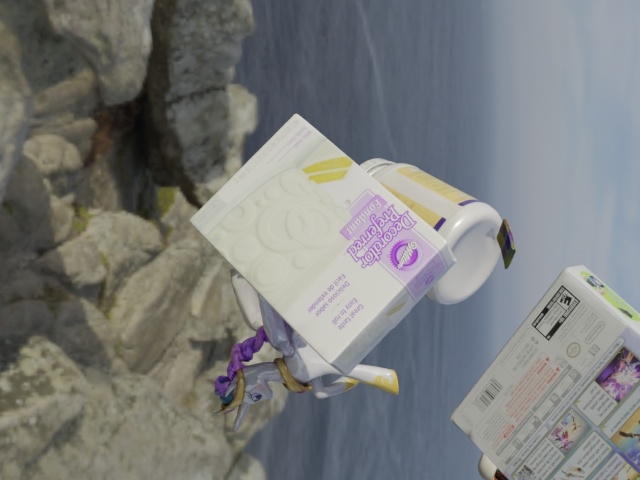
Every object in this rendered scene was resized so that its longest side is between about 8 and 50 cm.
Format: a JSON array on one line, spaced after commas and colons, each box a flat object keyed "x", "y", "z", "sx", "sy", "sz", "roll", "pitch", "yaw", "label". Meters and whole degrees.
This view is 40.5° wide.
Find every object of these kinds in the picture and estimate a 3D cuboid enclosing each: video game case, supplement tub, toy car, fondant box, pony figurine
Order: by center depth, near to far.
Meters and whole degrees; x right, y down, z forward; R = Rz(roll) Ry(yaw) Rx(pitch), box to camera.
[{"x": 0.323, "y": 0.210, "z": 1.059, "sx": 0.061, "sy": 0.244, "sz": 0.269, "roll": -5, "pitch": 134, "yaw": -49, "label": "video game case"}, {"x": 0.000, "y": 0.000, "z": 1.291, "sx": 0.238, "sy": 0.330, "sz": 0.096, "roll": -46, "pitch": 155, "yaw": -3, "label": "fondant box"}, {"x": -0.050, "y": 0.177, "z": 1.703, "sx": 0.303, "sy": 0.363, "sz": 0.351, "roll": -174, "pitch": -104, "yaw": -77, "label": "pony figurine"}, {"x": 0.398, "y": 0.514, "z": 1.806, "sx": 0.182, "sy": 0.159, "sz": 0.136, "roll": 46, "pitch": 65, "yaw": -76, "label": "toy car"}, {"x": 0.214, "y": -0.030, "z": 1.942, "sx": 0.241, "sy": 0.331, "sz": 0.241, "roll": -25, "pitch": 132, "yaw": -32, "label": "supplement tub"}]

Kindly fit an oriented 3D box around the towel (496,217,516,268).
[{"x": 0.351, "y": 0.006, "z": 1.644, "sx": 0.060, "sy": 0.009, "sz": 0.083, "roll": 101, "pitch": -12, "yaw": -48, "label": "towel"}]
